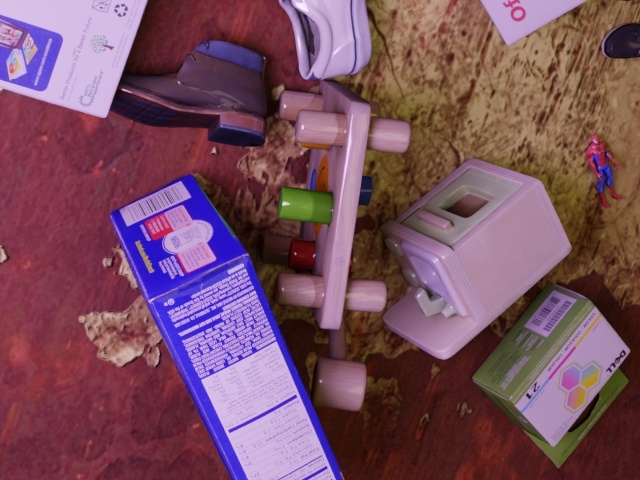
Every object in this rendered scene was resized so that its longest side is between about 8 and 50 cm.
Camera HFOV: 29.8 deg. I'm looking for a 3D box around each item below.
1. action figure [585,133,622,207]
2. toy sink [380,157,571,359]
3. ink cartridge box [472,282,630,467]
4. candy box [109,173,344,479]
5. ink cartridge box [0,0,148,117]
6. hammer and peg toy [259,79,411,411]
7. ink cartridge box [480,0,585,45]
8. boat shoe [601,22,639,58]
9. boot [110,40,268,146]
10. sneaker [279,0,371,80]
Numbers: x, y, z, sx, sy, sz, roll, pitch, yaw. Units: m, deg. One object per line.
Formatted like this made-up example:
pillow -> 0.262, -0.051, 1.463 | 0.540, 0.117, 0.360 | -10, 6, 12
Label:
action figure -> 0.410, -0.103, 1.742 | 0.038, 0.030, 0.115 | -31, 116, -14
toy sink -> 0.179, 0.016, 1.568 | 0.234, 0.153, 0.131 | -39, 120, -14
ink cartridge box -> 0.372, 0.217, 1.773 | 0.189, 0.097, 0.255 | -49, 121, -9
candy box -> -0.107, 0.120, 1.359 | 0.122, 0.268, 0.317 | -25, 117, -8
ink cartridge box -> -0.345, -0.247, 1.191 | 0.332, 0.065, 0.165 | 16, 107, -27
hammer and peg toy -> 0.000, 0.000, 1.413 | 0.127, 0.266, 0.361 | 6, 103, -9
ink cartridge box -> 0.296, -0.416, 1.442 | 0.307, 0.129, 0.223 | -29, 121, 14
boat shoe -> 0.459, -0.284, 1.709 | 0.133, 0.042, 0.049 | -13, 112, -25
boot -> -0.159, -0.184, 1.375 | 0.219, 0.082, 0.106 | 15, 73, -26
sneaker -> -0.004, -0.306, 1.400 | 0.091, 0.094, 0.258 | -26, 117, -27
